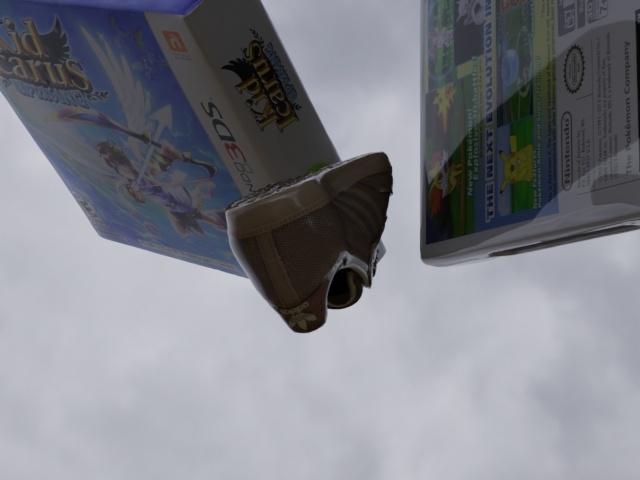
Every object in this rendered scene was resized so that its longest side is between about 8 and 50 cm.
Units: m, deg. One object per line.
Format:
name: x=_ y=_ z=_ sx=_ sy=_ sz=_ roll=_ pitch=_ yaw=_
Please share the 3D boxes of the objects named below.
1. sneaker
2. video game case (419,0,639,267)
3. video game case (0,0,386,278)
sneaker: x=0.000 y=0.000 z=0.776 sx=0.066 sy=0.188 sz=0.071 roll=-16 pitch=-86 yaw=21
video game case: x=0.140 y=-0.162 z=0.860 sx=0.036 sy=0.329 sz=0.300 roll=4 pitch=-8 yaw=-24
video game case: x=-0.112 y=-0.083 z=1.017 sx=0.269 sy=0.061 sz=0.244 roll=13 pitch=-38 yaw=42
